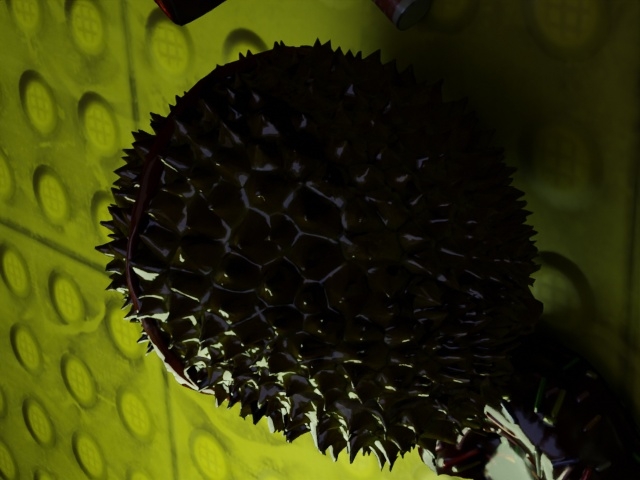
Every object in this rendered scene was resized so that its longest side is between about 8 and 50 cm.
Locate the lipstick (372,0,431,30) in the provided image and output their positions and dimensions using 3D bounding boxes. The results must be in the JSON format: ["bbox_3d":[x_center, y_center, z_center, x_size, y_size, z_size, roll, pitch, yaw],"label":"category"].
[{"bbox_3d":[0.041,-0.241,1.163,0.131,0.038,0.038,50,139,17],"label":"lipstick"}]

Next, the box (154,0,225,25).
[{"bbox_3d":[-0.224,-0.418,1.224,0.415,0.115,0.264,49,169,20],"label":"box"}]

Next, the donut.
[{"bbox_3d":[0.184,0.197,1.192,0.216,0.096,0.230,-16,97,51],"label":"donut"}]

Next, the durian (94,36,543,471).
[{"bbox_3d":[-0.001,0.005,1.115,0.384,0.348,0.348,15,125,12],"label":"durian"}]
